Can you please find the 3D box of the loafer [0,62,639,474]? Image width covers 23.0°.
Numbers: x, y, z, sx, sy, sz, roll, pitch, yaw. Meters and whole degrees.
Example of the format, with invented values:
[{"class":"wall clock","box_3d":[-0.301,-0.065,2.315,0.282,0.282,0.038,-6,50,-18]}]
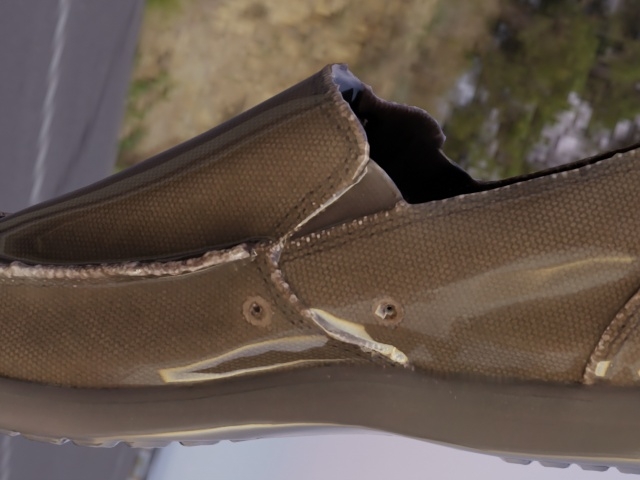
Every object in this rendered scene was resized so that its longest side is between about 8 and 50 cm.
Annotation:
[{"class":"loafer","box_3d":[0.000,0.000,0.570,0.134,0.366,0.130,-29,119,-72]}]
